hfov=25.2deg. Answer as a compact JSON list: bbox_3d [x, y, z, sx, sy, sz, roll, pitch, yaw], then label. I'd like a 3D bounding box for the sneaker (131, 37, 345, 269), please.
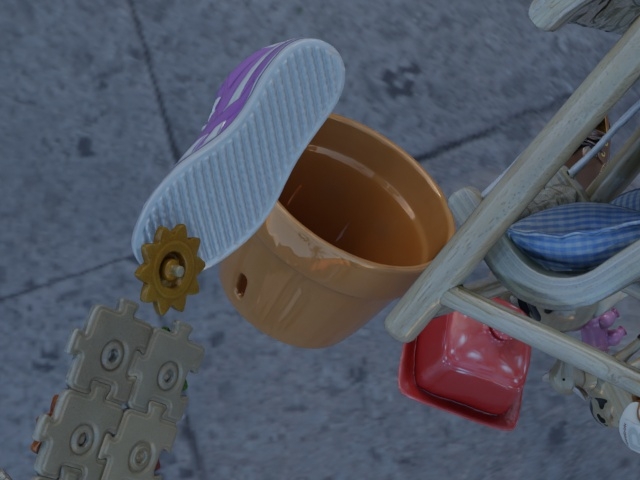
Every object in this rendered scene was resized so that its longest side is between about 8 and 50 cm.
[{"bbox_3d":[-0.091,-0.085,1.443,0.102,0.161,0.282,43,85,-21],"label":"sneaker"}]

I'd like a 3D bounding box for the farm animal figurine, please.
[{"bbox_3d":[0.313,0.093,1.882,0.172,0.327,0.330,-33,74,-6],"label":"farm animal figurine"}]

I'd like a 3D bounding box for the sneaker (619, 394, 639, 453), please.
[{"bbox_3d":[0.411,0.244,1.650,0.123,0.290,0.105,-4,103,8],"label":"sneaker"}]

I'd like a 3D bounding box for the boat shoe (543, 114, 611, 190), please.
[{"bbox_3d":[0.280,-0.094,1.542,0.064,0.178,0.060,19,125,5],"label":"boat shoe"}]

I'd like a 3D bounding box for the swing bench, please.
[{"bbox_3d":[0.189,-0.045,0.766,0.165,0.253,0.254,25,103,19],"label":"swing bench"}]

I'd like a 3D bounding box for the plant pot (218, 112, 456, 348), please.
[{"bbox_3d":[0.000,0.000,1.836,0.291,0.291,0.203,45,127,17],"label":"plant pot"}]

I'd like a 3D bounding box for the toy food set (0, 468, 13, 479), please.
[{"bbox_3d":[-0.312,0.289,1.525,0.019,0.078,0.122,-41,89,-12],"label":"toy food set"}]

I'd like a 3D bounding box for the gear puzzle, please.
[{"bbox_3d":[-0.192,0.140,1.314,0.044,0.175,0.338,12,79,38],"label":"gear puzzle"}]

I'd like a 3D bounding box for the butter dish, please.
[{"bbox_3d":[0.187,0.118,1.654,0.160,0.118,0.159,21,58,-14],"label":"butter dish"}]
